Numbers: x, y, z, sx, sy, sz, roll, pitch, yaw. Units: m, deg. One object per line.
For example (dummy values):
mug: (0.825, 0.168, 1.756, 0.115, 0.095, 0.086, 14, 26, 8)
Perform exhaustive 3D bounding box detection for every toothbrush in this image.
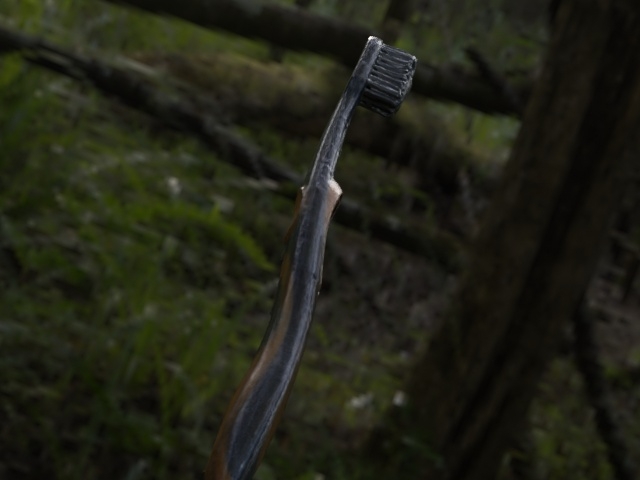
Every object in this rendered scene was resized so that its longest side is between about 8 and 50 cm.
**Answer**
toothbrush: (-0.003, -0.001, 0.757, 0.031, 0.023, 0.321, 19, 39, 3)
